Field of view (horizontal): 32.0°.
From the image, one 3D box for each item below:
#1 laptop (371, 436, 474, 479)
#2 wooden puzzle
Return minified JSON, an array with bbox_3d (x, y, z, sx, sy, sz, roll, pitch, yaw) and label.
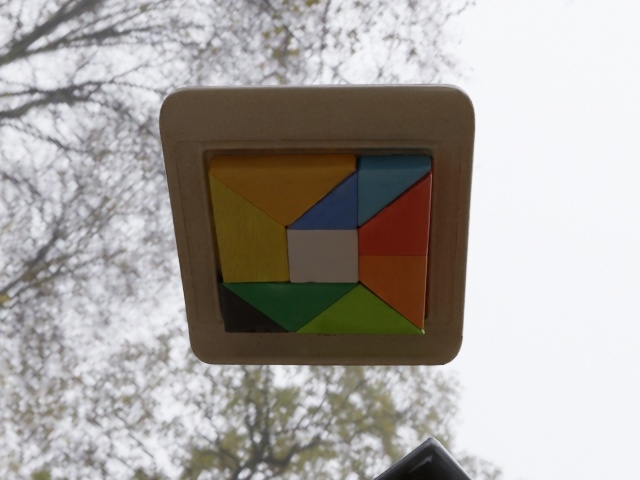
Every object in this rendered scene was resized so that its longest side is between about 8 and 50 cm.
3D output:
[{"bbox_3d":[0.094,0.503,1.165,0.408,0.382,0.236,47,-29,24],"label":"laptop"},{"bbox_3d":[0.000,0.000,0.828,0.221,0.044,0.238,0,-56,3],"label":"wooden puzzle"}]
